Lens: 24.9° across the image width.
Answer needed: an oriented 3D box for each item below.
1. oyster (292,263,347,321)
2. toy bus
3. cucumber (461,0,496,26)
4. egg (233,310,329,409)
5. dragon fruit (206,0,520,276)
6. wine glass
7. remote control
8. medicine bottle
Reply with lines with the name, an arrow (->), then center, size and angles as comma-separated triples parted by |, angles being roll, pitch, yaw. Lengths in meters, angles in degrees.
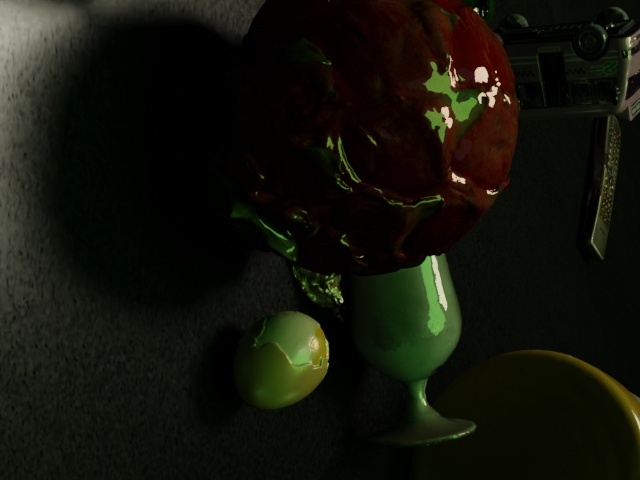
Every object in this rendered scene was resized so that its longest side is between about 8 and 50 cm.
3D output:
oyster -> 0.001, 0.000, 1.245 | 0.132, 0.029, 0.086 | 61, 38, -35
toy bus -> 0.244, -0.180, 1.529 | 0.096, 0.199, 0.108 | -38, 123, -55
cucumber -> 0.159, -0.279, 1.525 | 0.069, 0.069, 0.227 | 62, 33, -37
egg -> -0.033, 0.095, 1.133 | 0.083, 0.071, 0.071 | -52, 131, -47
dragon fruit -> 0.036, -0.095, 1.115 | 0.299, 0.244, 0.244 | -27, 111, -59
wine glass -> 0.074, 0.062, 1.300 | 0.103, 0.103, 0.231 | -12, 94, -61
remote control -> 0.373, -0.074, 1.925 | 0.059, 0.028, 0.212 | 46, 48, -45
medicine bottle -> 0.240, 0.245, 1.436 | 0.232, 0.238, 0.238 | 30, 61, -57
